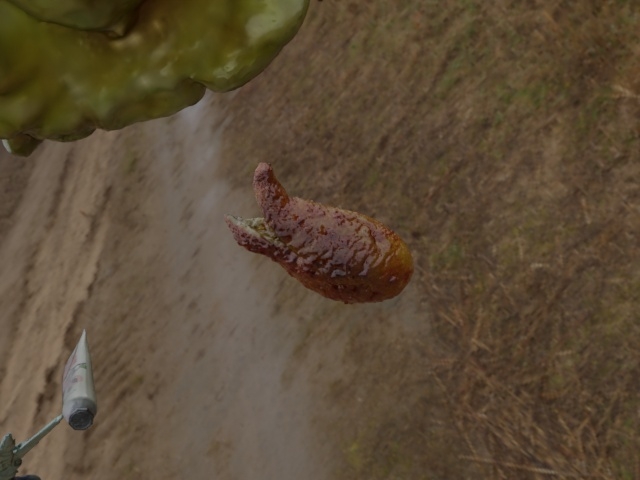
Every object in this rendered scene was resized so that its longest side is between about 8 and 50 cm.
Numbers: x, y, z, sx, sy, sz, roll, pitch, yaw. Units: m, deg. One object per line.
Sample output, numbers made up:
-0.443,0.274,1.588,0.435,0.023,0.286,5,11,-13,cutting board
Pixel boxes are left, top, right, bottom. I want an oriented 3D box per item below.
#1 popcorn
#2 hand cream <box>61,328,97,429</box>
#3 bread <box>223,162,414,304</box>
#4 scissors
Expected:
-0.197,-0.212,0.614,0.335,0.274,0.279,-19,41,-24,popcorn
-0.383,0.221,1.342,0.080,0.050,0.234,-59,26,9,hand cream
-0.001,0.008,1.169,0.139,0.268,0.095,-59,13,28,bread
-0.546,0.397,1.455,0.383,0.256,0.029,-47,65,36,scissors
